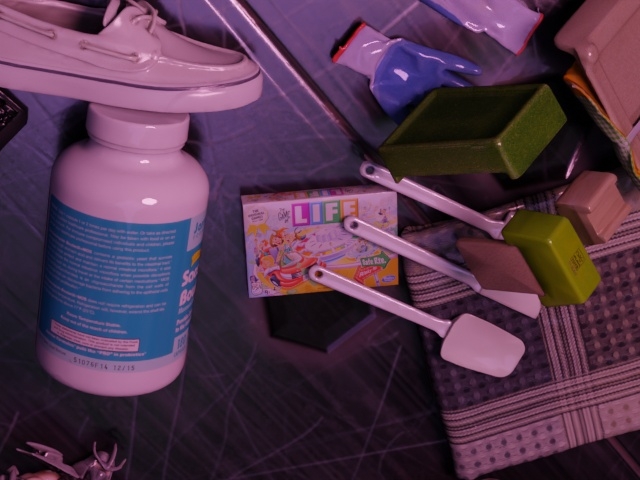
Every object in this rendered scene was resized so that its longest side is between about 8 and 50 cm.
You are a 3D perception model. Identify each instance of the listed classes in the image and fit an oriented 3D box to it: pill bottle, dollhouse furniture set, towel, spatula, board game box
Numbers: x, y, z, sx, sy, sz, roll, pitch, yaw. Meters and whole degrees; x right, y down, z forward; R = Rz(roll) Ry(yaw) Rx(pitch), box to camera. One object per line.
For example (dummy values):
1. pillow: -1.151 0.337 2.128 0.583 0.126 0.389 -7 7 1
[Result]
1. pill bottle: -0.184 0.002 1.213 0.146 0.146 0.264 6 113 -11
2. dollhouse furniture set: 0.235 -0.106 1.246 0.301 0.151 0.197 -47 118 -27
3. towel: 0.265 0.080 1.373 0.324 0.056 0.312 -15 112 1
4. spatula: 0.120 0.029 1.299 0.242 0.019 0.168 23 108 -13
5. board game box: 0.000 0.000 1.304 0.154 0.026 0.103 -5 114 -6

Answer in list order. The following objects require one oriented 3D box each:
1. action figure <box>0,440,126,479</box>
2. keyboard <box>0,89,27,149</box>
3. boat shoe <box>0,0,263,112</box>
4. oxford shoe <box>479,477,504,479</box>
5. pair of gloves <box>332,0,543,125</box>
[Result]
1. action figure: -0.287 0.331 1.330 0.185 0.099 0.285 39 73 -20
2. keyboard: -0.371 -0.079 1.212 0.192 0.038 0.100 -43 112 10
3. boat shoe: -0.182 -0.178 1.169 0.267 0.096 0.088 8 117 -3
4. oxford shoe: 0.220 0.310 1.417 0.271 0.097 0.098 -3 142 -7
5. pair of gloves: 0.117 -0.197 1.237 0.159 0.023 0.198 31 107 -19
